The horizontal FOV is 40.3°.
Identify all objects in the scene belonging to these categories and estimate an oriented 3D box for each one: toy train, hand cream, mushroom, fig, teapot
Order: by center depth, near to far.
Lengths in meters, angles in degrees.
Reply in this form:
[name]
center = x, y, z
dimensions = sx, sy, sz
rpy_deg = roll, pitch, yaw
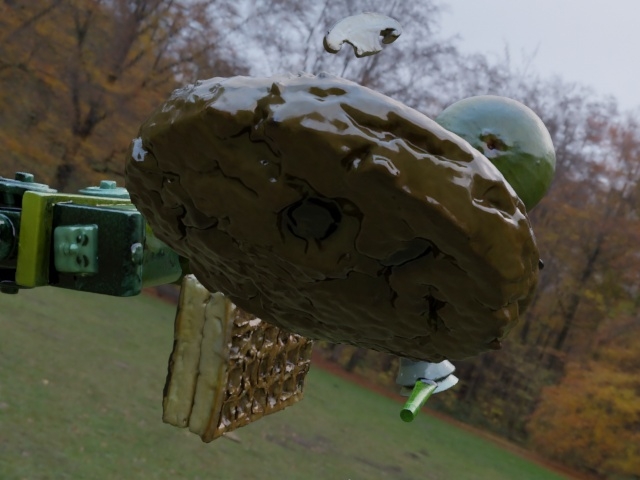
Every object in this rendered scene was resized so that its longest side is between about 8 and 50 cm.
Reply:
[mushroom]
center = 0.044, -0.221, 0.943
dimensions = 0.101, 0.049, 0.019
rpy_deg = -17, -14, -30
[toy train]
center = -0.295, -0.001, 1.214
dimensions = 0.253, 0.160, 0.397
rpy_deg = 9, 4, 19
[hand cream]
center = 0.147, 0.238, 1.320
dimensions = 0.036, 0.023, 0.122
rpy_deg = 15, 22, 18
[teapot]
center = 0.158, 0.136, 1.511
dimensions = 0.184, 0.250, 0.183
rpy_deg = -16, 3, 1
[fig]
center = 0.366, -0.171, 1.959
dimensions = 0.316, 0.316, 0.316
rpy_deg = 22, -5, 2

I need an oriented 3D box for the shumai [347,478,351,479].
[shumai]
center = 0.015, 0.682, 1.758
dimensions = 0.267, 0.262, 0.314
rpy_deg = 40, 22, -51

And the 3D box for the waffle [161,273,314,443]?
[waffle]
center = -0.099, 0.144, 1.216
dimensions = 0.091, 0.212, 0.308
rpy_deg = 12, 6, 22

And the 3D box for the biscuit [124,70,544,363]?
[biscuit]
center = 0.000, 0.001, 0.588
dimensions = 0.296, 0.075, 0.296
rpy_deg = 17, -31, 11
